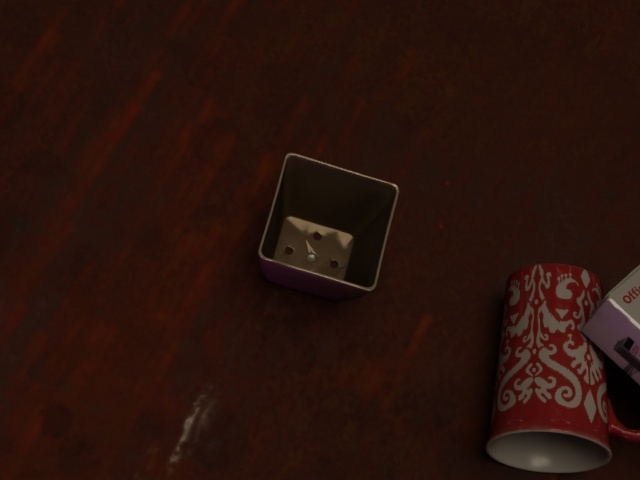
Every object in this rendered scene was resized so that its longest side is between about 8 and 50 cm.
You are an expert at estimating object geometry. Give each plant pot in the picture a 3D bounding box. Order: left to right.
[{"bbox_3d":[0.000,0.000,1.288,0.109,0.096,0.109,17,65,-4],"label":"plant pot"}]

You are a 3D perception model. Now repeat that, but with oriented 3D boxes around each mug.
[{"bbox_3d":[0.227,0.122,1.289,0.150,0.113,0.169,20,60,-24],"label":"mug"}]

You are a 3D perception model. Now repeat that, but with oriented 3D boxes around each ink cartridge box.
[{"bbox_3d":[0.316,0.088,1.237,0.135,0.056,0.099,44,49,15],"label":"ink cartridge box"}]
